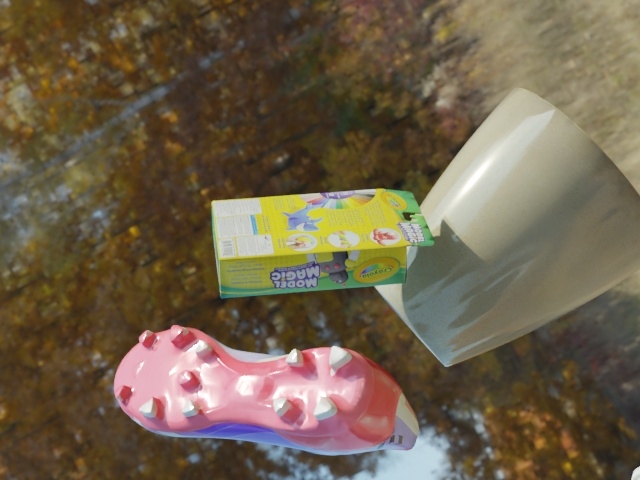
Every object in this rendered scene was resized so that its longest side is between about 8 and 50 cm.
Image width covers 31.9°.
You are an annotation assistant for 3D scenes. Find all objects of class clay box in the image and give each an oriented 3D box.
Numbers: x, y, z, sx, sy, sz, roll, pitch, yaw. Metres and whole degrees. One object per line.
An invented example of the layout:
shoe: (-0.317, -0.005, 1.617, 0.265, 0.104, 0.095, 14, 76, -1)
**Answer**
clay box: (0.000, 0.000, 1.180, 0.127, 0.222, 0.053, -105, 14, -58)

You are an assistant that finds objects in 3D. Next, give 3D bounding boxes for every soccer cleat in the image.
soccer cleat: (-0.047, 0.113, 0.792, 0.095, 0.248, 0.083, 43, -124, -40)

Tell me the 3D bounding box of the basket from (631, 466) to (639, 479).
basket: (0.220, 0.198, 0.550, 0.103, 0.167, 0.113, -35, -47, -57)

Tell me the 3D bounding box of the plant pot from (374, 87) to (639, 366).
plant pot: (0.205, 0.009, 1.293, 0.256, 0.274, 0.256, 49, 179, 1)
